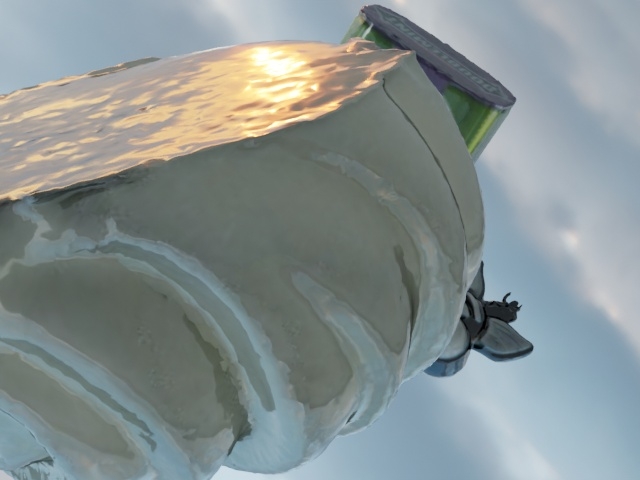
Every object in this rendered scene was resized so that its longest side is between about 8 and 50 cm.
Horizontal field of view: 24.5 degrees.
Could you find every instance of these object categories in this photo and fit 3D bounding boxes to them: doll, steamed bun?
[{"bbox_3d":[0.041,0.073,1.038,0.067,0.219,0.091,88,160,-57],"label":"doll"},{"bbox_3d":[-0.045,0.011,0.412,0.183,0.183,0.106,-67,-36,-67],"label":"steamed bun"}]

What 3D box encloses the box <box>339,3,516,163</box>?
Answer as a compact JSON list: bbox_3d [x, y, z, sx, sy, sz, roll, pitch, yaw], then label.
[{"bbox_3d":[0.000,0.000,1.127,0.134,0.345,0.097,35,-160,8],"label":"box"}]
